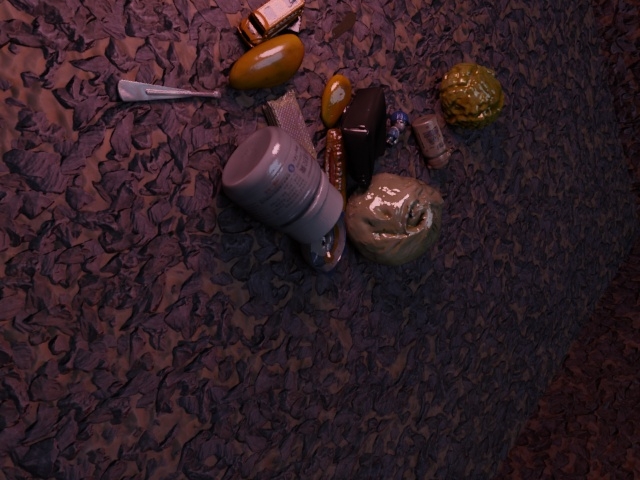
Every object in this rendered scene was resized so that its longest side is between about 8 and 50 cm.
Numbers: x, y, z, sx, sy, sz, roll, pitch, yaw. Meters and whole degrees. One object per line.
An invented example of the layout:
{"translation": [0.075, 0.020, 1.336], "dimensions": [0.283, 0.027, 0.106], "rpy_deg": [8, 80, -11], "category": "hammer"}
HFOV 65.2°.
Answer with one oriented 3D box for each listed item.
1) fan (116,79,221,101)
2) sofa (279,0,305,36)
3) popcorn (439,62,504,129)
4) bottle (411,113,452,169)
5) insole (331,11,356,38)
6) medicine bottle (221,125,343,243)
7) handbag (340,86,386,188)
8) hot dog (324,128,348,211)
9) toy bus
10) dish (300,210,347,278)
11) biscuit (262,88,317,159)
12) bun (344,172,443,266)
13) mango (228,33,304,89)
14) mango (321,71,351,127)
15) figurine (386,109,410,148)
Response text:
{"translation": [-0.397, -0.398, 1.333], "dimensions": [0.282, 0.023, 0.057], "rpy_deg": [-12, 93, -37], "category": "fan"}
{"translation": [-0.095, -0.700, 1.522], "dimensions": [0.085, 0.060, 0.147], "rpy_deg": [12, 87, -14], "category": "sofa"}
{"translation": [0.597, -0.570, 1.972], "dimensions": [0.270, 0.224, 0.258], "rpy_deg": [-3, 89, -32], "category": "popcorn"}
{"translation": [0.438, -0.378, 1.935], "dimensions": [0.110, 0.097, 0.209], "rpy_deg": [-25, 115, 7], "category": "bottle"}
{"translation": [0.080, -0.724, 1.684], "dimensions": [0.135, 0.002, 0.045], "rpy_deg": [-48, 120, -24], "category": "insole"}
{"translation": [-0.103, -0.151, 1.446], "dimensions": [0.306, 0.245, 0.245], "rpy_deg": [39, 71, -35], "category": "medicine bottle"}
{"translation": [0.151, -0.342, 1.664], "dimensions": [0.285, 0.113, 0.257], "rpy_deg": [-69, 152, -43], "category": "handbag"}
{"translation": [0.057, -0.229, 1.678], "dimensions": [0.083, 0.068, 0.289], "rpy_deg": [-7, 98, -44], "category": "hot dog"}
{"translation": [-0.143, -0.639, 1.433], "dimensions": [0.194, 0.088, 0.083], "rpy_deg": [-40, 100, -11], "category": "toy bus"}
{"translation": [0.000, 0.000, 1.637], "dimensions": [0.228, 0.086, 0.236], "rpy_deg": [8, 91, -55], "category": "dish"}
{"translation": [-0.092, -0.336, 1.554], "dimensions": [0.108, 0.062, 0.239], "rpy_deg": [-35, 116, -32], "category": "biscuit"}
{"translation": [0.263, -0.068, 1.741], "dimensions": [0.362, 0.234, 0.326], "rpy_deg": [1, 99, -22], "category": "bun"}
{"translation": [-0.154, -0.504, 1.449], "dimensions": [0.253, 0.138, 0.113], "rpy_deg": [-34, 74, -18], "category": "mango"}
{"translation": [0.051, -0.466, 1.654], "dimensions": [0.101, 0.066, 0.187], "rpy_deg": [20, 90, -37], "category": "mango"}
{"translation": [0.271, -0.411, 1.835], "dimensions": [0.079, 0.077, 0.136], "rpy_deg": [40, 84, 2], "category": "figurine"}
